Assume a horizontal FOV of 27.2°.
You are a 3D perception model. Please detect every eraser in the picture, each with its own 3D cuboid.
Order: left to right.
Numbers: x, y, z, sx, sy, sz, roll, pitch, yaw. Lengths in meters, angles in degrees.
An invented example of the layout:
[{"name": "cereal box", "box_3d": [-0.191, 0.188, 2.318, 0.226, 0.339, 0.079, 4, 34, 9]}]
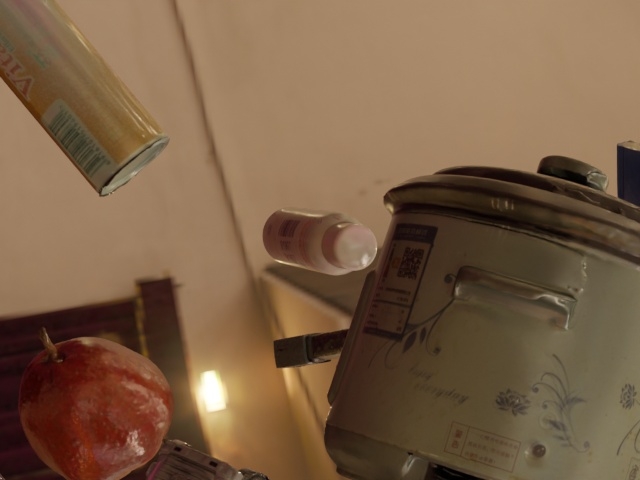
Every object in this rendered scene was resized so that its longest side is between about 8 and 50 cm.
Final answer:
[{"name": "eraser", "box_3d": [0.369, -0.067, 1.525, 0.063, 0.027, 0.085, 25, -55, 57]}]

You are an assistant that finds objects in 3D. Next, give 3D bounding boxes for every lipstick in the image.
[{"name": "lipstick", "box_3d": [0.024, 0.165, 2.075, 0.312, 0.051, 0.051, -16, -104, 57]}]

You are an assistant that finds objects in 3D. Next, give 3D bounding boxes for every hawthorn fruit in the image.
[{"name": "hawthorn fruit", "box_3d": [-0.295, 0.195, 1.671, 0.225, 0.196, 0.196, 59, -2, -30]}]

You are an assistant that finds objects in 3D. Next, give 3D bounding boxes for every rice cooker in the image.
[{"name": "rice cooker", "box_3d": [0.148, 0.079, 0.991, 0.316, 0.264, 0.317, -49, 147, -48]}]

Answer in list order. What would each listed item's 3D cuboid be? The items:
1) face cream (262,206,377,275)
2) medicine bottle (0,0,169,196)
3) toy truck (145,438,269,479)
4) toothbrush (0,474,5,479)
[{"name": "face cream", "box_3d": [0.000, 0.000, 1.686, 0.269, 0.082, 0.082, -172, -108, -71]}, {"name": "medicine bottle", "box_3d": [-0.319, -0.232, 1.309, 0.426, 0.108, 0.108, 51, -16, 0]}, {"name": "toy truck", "box_3d": [-0.107, 0.335, 1.365, 0.124, 0.155, 0.268, 15, -33, 35]}, {"name": "toothbrush", "box_3d": [-0.510, 0.193, 1.731, 0.354, 0.024, 0.029, 59, 33, -17]}]
